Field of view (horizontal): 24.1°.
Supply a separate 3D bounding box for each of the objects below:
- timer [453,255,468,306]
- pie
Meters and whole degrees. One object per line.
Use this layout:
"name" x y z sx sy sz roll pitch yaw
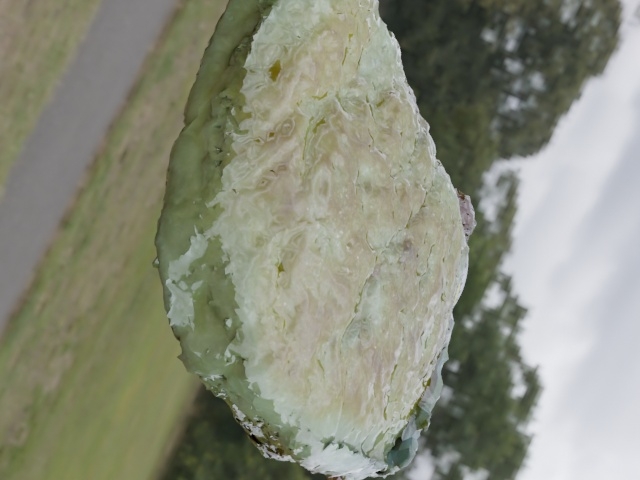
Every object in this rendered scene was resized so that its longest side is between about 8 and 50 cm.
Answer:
"timer" 0.045 0.044 2.025 0.285 0.285 0.285 -156 -90 -90
"pie" -0.012 -0.003 1.291 0.418 0.180 0.395 57 42 -47
